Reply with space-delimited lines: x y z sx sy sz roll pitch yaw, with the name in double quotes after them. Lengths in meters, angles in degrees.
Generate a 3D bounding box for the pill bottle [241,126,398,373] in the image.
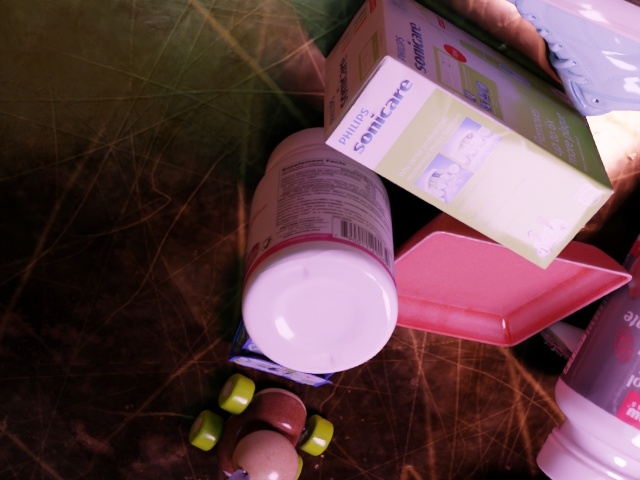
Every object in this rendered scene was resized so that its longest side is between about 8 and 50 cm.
0.000 0.000 1.376 0.160 0.283 0.160 0 123 1 "pill bottle"

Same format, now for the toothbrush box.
0.151 -0.126 1.339 0.283 0.206 0.122 28 119 -15 "toothbrush box"

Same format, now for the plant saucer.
0.182 0.044 1.467 0.258 0.047 0.259 12 153 -22 "plant saucer"

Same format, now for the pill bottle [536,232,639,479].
0.386 0.156 1.477 0.176 0.176 0.318 25 97 -15 "pill bottle"

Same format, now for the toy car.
-0.080 0.294 1.624 0.155 0.188 0.149 30 118 -17 "toy car"

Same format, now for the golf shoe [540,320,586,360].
0.365 0.137 1.598 0.186 0.067 0.086 27 95 -18 "golf shoe"

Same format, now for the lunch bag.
-0.035 0.121 1.574 0.129 0.096 0.151 18 136 -14 "lunch bag"

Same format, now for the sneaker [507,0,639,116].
0.286 -0.205 1.329 0.366 0.135 0.150 24 117 -13 "sneaker"
